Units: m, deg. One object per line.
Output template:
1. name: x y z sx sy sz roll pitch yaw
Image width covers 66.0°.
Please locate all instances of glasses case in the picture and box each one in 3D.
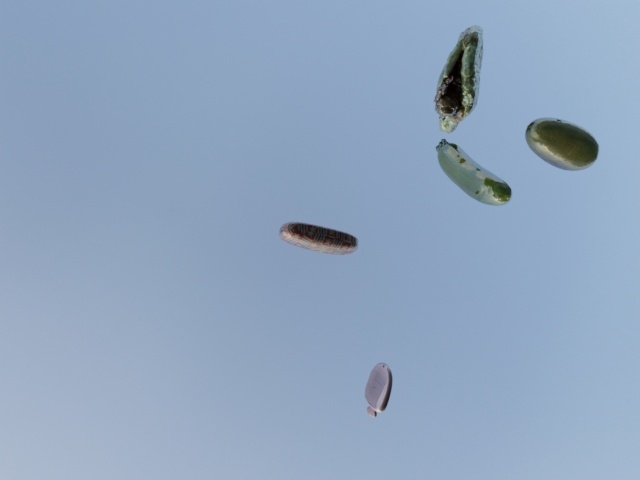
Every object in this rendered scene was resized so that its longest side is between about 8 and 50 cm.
1. glasses case: 0.000 0.000 1.149 0.194 0.073 0.049 12 -110 -23

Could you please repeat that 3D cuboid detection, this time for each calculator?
1. calculator: 0.166 0.436 1.431 0.024 0.103 0.166 11 -80 -29

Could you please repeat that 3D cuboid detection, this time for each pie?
1. pie: 0.369 -0.412 1.269 0.105 0.274 0.258 20 -88 17

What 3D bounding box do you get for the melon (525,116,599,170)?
1. melon: 0.521 -0.210 1.068 0.162 0.099 0.099 25 -94 -2

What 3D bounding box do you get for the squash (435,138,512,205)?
1. squash: 0.317 -0.141 1.053 0.069 0.258 0.069 -11 -53 -15
